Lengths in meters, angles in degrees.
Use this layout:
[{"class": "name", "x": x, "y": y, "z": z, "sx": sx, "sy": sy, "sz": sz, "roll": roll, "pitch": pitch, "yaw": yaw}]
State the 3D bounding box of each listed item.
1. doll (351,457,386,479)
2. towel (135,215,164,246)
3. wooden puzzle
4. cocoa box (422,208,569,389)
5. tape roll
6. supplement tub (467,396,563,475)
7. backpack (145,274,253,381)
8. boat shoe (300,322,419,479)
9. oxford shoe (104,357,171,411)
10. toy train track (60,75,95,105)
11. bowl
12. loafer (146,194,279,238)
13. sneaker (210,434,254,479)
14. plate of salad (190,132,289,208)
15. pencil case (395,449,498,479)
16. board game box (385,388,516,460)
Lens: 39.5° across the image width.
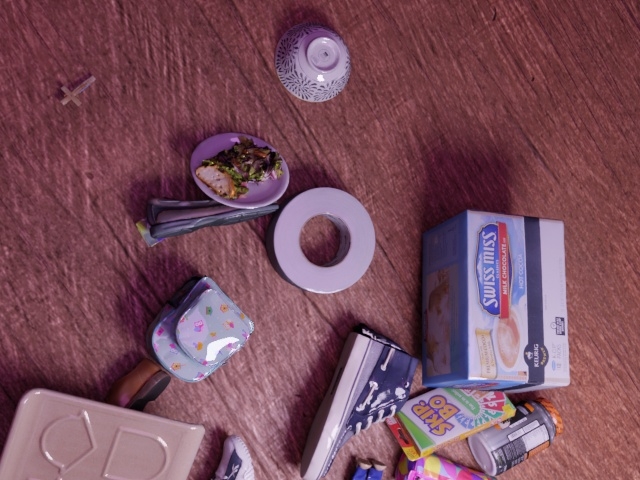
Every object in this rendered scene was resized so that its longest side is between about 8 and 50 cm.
[{"class": "doll", "x": 0.078, "y": 0.558, "z": 1.884, "sx": 0.129, "sy": 0.046, "sz": 0.189, "roll": 13, "pitch": 92, "yaw": -27}, {"class": "towel", "x": -0.321, "y": -0.031, "z": 1.779, "sx": 0.083, "sy": 0.009, "sz": 0.060, "roll": -32, "pitch": 100, "yaw": -16}, {"class": "wooden puzzle", "x": -0.428, "y": 0.439, "z": 1.670, "sx": 0.348, "sy": 0.080, "sz": 0.322, "roll": 16, "pitch": 105, "yaw": -21}, {"class": "cocoa box", "x": 0.354, "y": 0.133, "z": 1.851, "sx": 0.228, "sy": 0.231, "sz": 0.347, "roll": 6, "pitch": 76, "yaw": -17}, {"class": "tape roll", "x": 0.000, "y": 0.000, "z": 1.850, "sx": 0.219, "sy": 0.072, "sz": 0.219, "roll": 0, "pitch": 89, "yaw": -17}, {"class": "supplement tub", "x": 0.430, "y": 0.427, "z": 1.962, "sx": 0.190, "sy": 0.117, "sz": 0.117, "roll": -24, "pitch": 97, "yaw": -17}, {"class": "backpack", "x": -0.241, "y": 0.182, "z": 1.736, "sx": 0.188, "sy": 0.144, "sz": 0.166, "roll": -44, "pitch": 107, "yaw": -10}, {"class": "boat shoe", "x": 0.086, "y": 0.355, "z": 1.844, "sx": 0.158, "sy": 0.127, "sz": 0.340, "roll": 24, "pitch": 82, "yaw": -9}, {"class": "oxford shoe", "x": -0.390, "y": 0.318, "z": 1.735, "sx": 0.076, "sy": 0.076, "sz": 0.212, "roll": 42, "pitch": 81, "yaw": 20}, {"class": "toy train track", "x": -0.472, "y": -0.291, "z": 1.732, "sx": 0.048, "sy": 0.014, "sz": 0.083, "roll": 47, "pitch": 71, "yaw": -5}, {"class": "bowl", "x": -0.004, "y": -0.378, "z": 1.848, "sx": 0.170, "sy": 0.080, "sz": 0.170, "roll": 0, "pitch": 89, "yaw": -18}, {"class": "loafer", "x": -0.214, "y": -0.070, "z": 1.770, "sx": 0.267, "sy": 0.096, "sz": 0.084, "roll": -13, "pitch": 84, "yaw": -21}, {"class": "sneaker", "x": -0.218, "y": 0.509, "z": 1.763, "sx": 0.153, "sy": 0.094, "sz": 0.235, "roll": -2, "pitch": 100, "yaw": -26}, {"class": "plate of salad", "x": -0.158, "y": -0.147, "z": 1.768, "sx": 0.200, "sy": 0.048, "sz": 0.200, "roll": 9, "pitch": 51, "yaw": -11}, {"class": "pencil case", "x": 0.274, "y": 0.524, "z": 1.921, "sx": 0.236, "sy": 0.104, "sz": 0.104, "roll": 22, "pitch": 83, "yaw": -17}, {"class": "board game box", "x": 0.277, "y": 0.373, "z": 1.918, "sx": 0.259, "sy": 0.124, "sz": 0.039, "roll": -21, "pitch": 140, "yaw": -15}]
